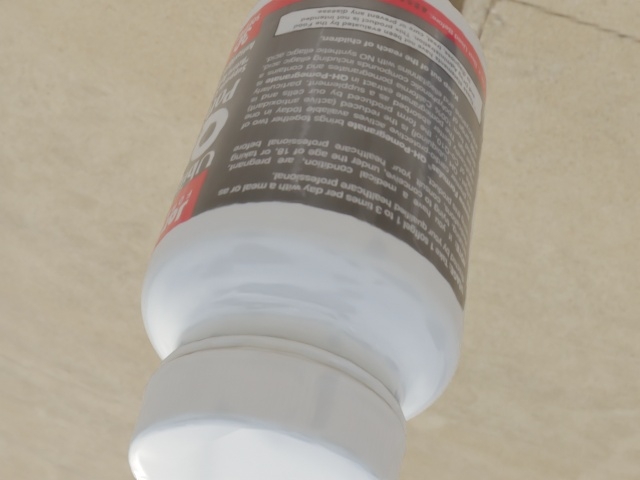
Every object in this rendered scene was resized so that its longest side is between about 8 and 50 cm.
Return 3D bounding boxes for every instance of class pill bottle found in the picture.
[{"bbox_3d":[0.000,0.000,0.545,0.176,0.319,0.176,8,140,7],"label":"pill bottle"}]
